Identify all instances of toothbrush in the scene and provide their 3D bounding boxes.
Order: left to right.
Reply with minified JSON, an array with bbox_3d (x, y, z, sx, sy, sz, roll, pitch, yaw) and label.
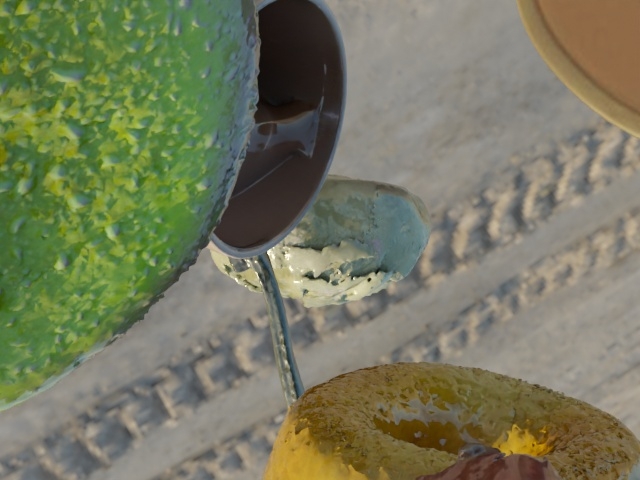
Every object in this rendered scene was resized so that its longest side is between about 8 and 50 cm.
[{"bbox_3d":[-0.022,0.126,1.057,0.031,0.297,0.030,-15,-173,17],"label":"toothbrush"}]

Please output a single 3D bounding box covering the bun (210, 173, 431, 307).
[{"bbox_3d":[0.000,0.000,1.381,0.239,0.141,0.239,2,-178,0],"label":"bun"}]

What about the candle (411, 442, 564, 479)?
[{"bbox_3d":[0.065,0.243,0.608,0.131,0.317,0.287,-70,177,-68],"label":"candle"}]

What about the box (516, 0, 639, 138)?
[{"bbox_3d":[0.292,-0.185,0.769,0.216,0.301,0.301,3,141,-45],"label":"box"}]

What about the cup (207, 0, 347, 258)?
[{"bbox_3d":[-0.130,-0.098,0.920,0.253,0.200,0.191,-24,126,-55],"label":"cup"}]

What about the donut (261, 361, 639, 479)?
[{"bbox_3d":[0.089,0.160,0.849,0.278,0.278,0.108,-9,110,-51],"label":"donut"}]

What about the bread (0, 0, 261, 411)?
[{"bbox_3d":[-0.149,-0.039,0.456,0.301,0.045,0.301,-18,134,-20],"label":"bread"}]
